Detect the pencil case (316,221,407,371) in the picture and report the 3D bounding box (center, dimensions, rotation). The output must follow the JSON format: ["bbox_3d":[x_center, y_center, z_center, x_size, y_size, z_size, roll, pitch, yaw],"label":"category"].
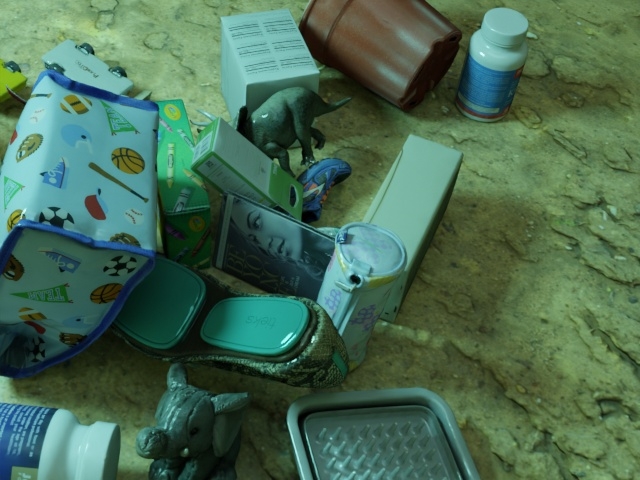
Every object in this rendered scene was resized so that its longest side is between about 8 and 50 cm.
[{"bbox_3d":[0.049,0.097,1.415,0.113,0.273,0.124,14,47,-4],"label":"pencil case"}]

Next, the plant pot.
[{"bbox_3d":[0.135,-0.428,1.885,0.265,0.272,0.272,40,56,13],"label":"plant pot"}]

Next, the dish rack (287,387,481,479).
[{"bbox_3d":[0.103,0.374,1.289,0.286,0.072,0.333,1,49,-25],"label":"dish rack"}]

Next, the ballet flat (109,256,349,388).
[{"bbox_3d":[-0.158,0.145,1.387,0.483,0.182,0.164,10,60,38],"label":"ballet flat"}]

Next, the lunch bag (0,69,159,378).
[{"bbox_3d":[-0.418,-0.009,1.382,0.239,0.385,0.327,17,47,-24],"label":"lunch bag"}]

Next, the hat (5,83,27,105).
[{"bbox_3d":[-0.436,-0.203,1.662,0.208,0.183,0.173,-25,58,-25],"label":"hat"}]

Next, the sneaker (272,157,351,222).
[{"bbox_3d":[-0.021,-0.076,1.686,0.221,0.083,0.087,-36,76,-24],"label":"sneaker"}]

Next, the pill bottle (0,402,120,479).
[{"bbox_3d":[-0.425,0.308,1.260,0.265,0.153,0.153,6,50,-2],"label":"pill bottle"}]

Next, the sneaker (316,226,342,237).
[{"bbox_3d":[0.000,0.000,1.582,0.166,0.065,0.076,-13,19,41],"label":"sneaker"}]

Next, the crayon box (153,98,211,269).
[{"bbox_3d":[-0.260,-0.100,1.610,0.081,0.165,0.278,-9,52,-13],"label":"crayon box"}]

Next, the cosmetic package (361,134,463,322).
[{"bbox_3d":[0.146,-0.025,1.600,0.113,0.160,0.309,21,50,10],"label":"cosmetic package"}]

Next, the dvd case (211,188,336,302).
[{"bbox_3d":[-0.080,0.022,1.530,0.221,0.164,0.018,25,38,14],"label":"dvd case"}]

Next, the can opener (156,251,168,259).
[{"bbox_3d":[-0.298,-0.002,1.512,0.073,0.186,0.059,-8,44,-12],"label":"can opener"}]

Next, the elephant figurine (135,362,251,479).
[{"bbox_3d":[-0.177,0.258,1.273,0.169,0.239,0.186,-7,51,-12],"label":"elephant figurine"}]

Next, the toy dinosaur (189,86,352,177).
[{"bbox_3d":[-0.066,-0.213,1.660,0.313,0.160,0.121,-27,31,-12],"label":"toy dinosaur"}]

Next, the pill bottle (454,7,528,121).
[{"bbox_3d":[0.361,-0.366,1.866,0.124,0.221,0.124,3,51,-4],"label":"pill bottle"}]

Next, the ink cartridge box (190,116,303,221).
[{"bbox_3d":[-0.126,-0.109,1.567,0.209,0.062,0.109,39,30,-26],"label":"ink cartridge box"}]

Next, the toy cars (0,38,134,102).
[{"bbox_3d":[-0.578,-0.327,1.819,0.394,0.087,0.176,2,55,-9],"label":"toy cars"}]

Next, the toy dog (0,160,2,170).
[{"bbox_3d":[-0.766,-0.150,1.461,0.284,0.395,0.408,35,46,10],"label":"toy dog"}]

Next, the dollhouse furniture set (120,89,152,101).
[{"bbox_3d":[-0.353,-0.263,1.799,0.081,0.091,0.114,35,51,2],"label":"dollhouse furniture set"}]

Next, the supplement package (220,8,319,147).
[{"bbox_3d":[-0.106,-0.317,1.788,0.149,0.194,0.203,-11,53,-15],"label":"supplement package"}]
